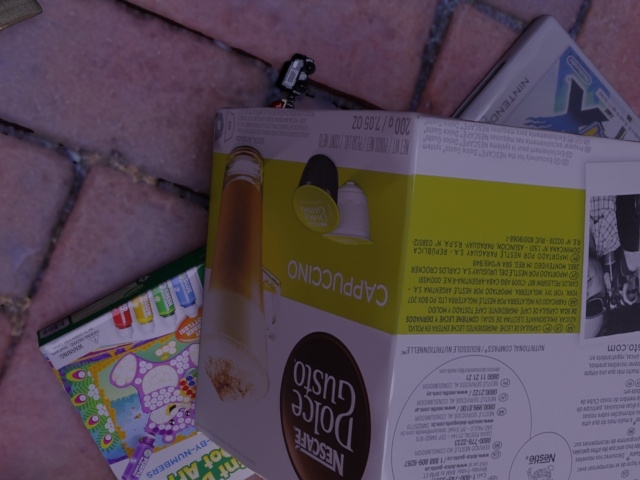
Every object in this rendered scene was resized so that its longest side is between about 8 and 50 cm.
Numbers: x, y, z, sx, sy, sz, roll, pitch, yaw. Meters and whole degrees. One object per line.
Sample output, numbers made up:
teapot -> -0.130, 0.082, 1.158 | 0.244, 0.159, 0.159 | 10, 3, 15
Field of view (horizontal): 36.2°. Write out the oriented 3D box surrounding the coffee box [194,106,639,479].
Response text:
coffee box -> 0.109, 0.059, 0.913 | 0.338, 0.337, 0.334 | 2, 96, -31

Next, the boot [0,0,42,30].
boot -> -0.385, -0.246, 0.906 | 0.213, 0.077, 0.165 | -24, 107, -15

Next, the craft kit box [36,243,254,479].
craft kit box -> -0.131, 0.147, 1.043 | 0.250, 0.061, 0.246 | -29, 113, -10

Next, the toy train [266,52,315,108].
toy train -> -0.050, -0.130, 1.062 | 0.036, 0.027, 0.158 | 23, 89, -17

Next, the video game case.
video game case -> 0.279, -0.049, 1.182 | 0.329, 0.036, 0.300 | 43, 83, -19
